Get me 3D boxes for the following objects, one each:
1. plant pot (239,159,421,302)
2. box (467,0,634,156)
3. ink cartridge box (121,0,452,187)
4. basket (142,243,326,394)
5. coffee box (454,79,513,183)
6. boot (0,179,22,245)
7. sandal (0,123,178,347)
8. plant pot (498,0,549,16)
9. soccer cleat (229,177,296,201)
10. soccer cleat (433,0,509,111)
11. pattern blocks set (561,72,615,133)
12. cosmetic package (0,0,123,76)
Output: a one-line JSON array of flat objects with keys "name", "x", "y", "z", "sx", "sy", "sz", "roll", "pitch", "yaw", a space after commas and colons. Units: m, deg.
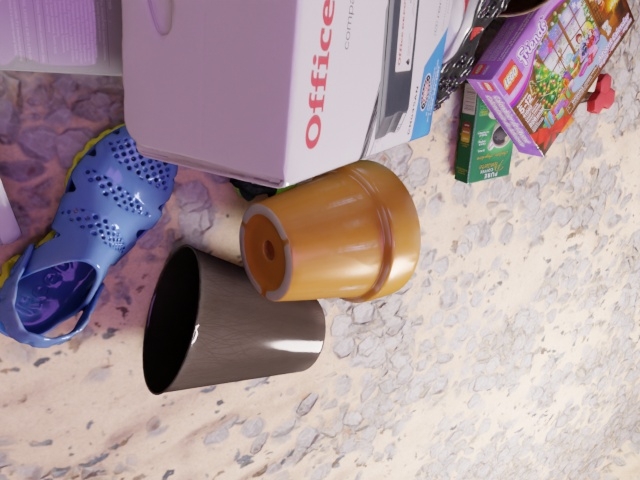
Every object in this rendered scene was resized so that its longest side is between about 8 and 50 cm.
[{"name": "plant pot", "x": 0.000, "y": 0.000, "z": 0.678, "sx": 0.187, "sy": 0.205, "sz": 0.205, "roll": -14, "pitch": 118, "yaw": -37}, {"name": "box", "x": 0.386, "y": -0.315, "z": 0.806, "sx": 0.201, "sy": 0.057, "sz": 0.293, "roll": 36, "pitch": 87, "yaw": -35}, {"name": "ink cartridge box", "x": 0.007, "y": -0.238, "z": 0.505, "sx": 0.395, "sy": 0.166, "sz": 0.286, "roll": -32, "pitch": 132, "yaw": -57}, {"name": "basket", "x": -0.116, "y": 0.124, "z": 0.722, "sx": 0.226, "sy": 0.154, "sz": 0.205, "roll": 13, "pitch": 96, "yaw": -39}, {"name": "coffee box", "x": 0.303, "y": -0.201, "z": 0.889, "sx": 0.113, "sy": 0.040, "sz": 0.184, "roll": -16, "pitch": 118, "yaw": -27}, {"name": "boot", "x": -0.400, "y": -0.095, "z": 0.478, "sx": 0.123, "sy": 0.095, "sz": 0.259, "roll": -21, "pitch": 122, "yaw": -30}, {"name": "sandal", "x": -0.272, "y": 0.004, "z": 0.579, "sx": 0.126, "sy": 0.138, "sz": 0.317, "roll": 33, "pitch": 91, "yaw": -35}, {"name": "plant pot", "x": 0.312, "y": -0.471, "z": 0.688, "sx": 0.230, "sy": 0.215, "sz": 0.215, "roll": -43, "pitch": 128, "yaw": -25}, {"name": "soccer cleat", "x": -0.107, "y": -0.099, "z": 0.678, "sx": 0.178, "sy": 0.060, "sz": 0.072, "roll": 29, "pitch": 96, "yaw": -40}, {"name": "soccer cleat", "x": 0.172, "y": -0.305, "z": 0.704, "sx": 0.108, "sy": 0.116, "sz": 0.318, "roll": -21, "pitch": 153, "yaw": -38}, {"name": "pattern blocks set", "x": 0.474, "y": -0.347, "z": 0.910, "sx": 0.324, "sy": 0.026, "sz": 0.286, "roll": -21, "pitch": 117, "yaw": -29}, {"name": "cosmetic package", "x": -0.215, "y": -0.226, "z": 0.514, "sx": 0.237, "sy": 0.127, "sz": 0.107, "roll": -3, "pitch": 112, "yaw": -28}]
